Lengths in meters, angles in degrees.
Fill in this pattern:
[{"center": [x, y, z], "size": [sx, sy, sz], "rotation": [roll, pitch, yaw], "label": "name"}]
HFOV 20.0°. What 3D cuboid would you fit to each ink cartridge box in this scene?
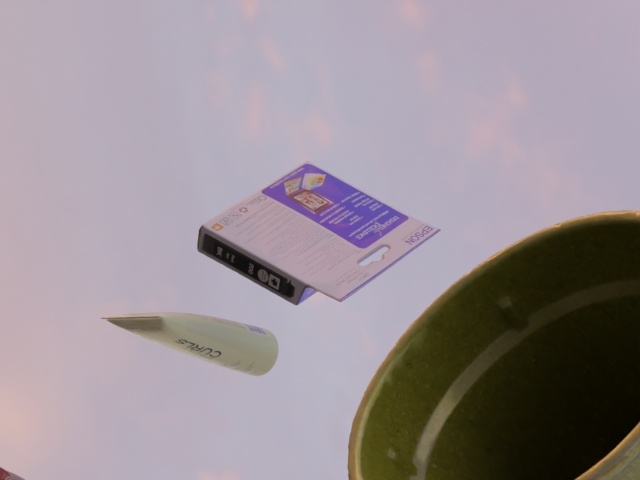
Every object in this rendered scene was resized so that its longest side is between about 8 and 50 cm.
[{"center": [0.000, 0.000, 2.130], "size": [0.208, 0.206, 0.045], "rotation": [28, -50, 28], "label": "ink cartridge box"}]

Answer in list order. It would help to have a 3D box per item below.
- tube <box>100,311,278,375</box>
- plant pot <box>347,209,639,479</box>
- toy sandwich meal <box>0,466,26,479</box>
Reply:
[{"center": [-0.147, 0.114, 2.165], "size": [0.070, 0.240, 0.062], "rotation": [-45, -126, 18], "label": "tube"}, {"center": [0.201, 0.166, 1.216], "size": [0.254, 0.276, 0.276], "rotation": [50, -11, -26], "label": "plant pot"}, {"center": [-0.212, 0.180, 1.246], "size": [0.029, 0.085, 0.085], "rotation": [-57, -137, 25], "label": "toy sandwich meal"}]
